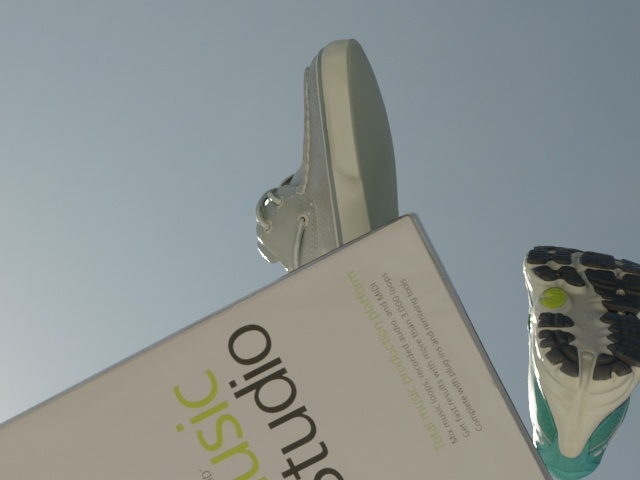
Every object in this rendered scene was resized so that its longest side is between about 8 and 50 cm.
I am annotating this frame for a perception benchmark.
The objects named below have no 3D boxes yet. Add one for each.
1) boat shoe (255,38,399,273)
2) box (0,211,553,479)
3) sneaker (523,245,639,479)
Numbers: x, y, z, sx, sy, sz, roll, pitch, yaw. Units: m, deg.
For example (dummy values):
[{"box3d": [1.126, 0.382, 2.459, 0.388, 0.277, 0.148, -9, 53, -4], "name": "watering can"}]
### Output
[{"box3d": [0.000, 0.000, 0.979, 0.081, 0.079, 0.227, -3, -81, 17], "name": "boat shoe"}, {"box3d": [-0.040, 0.159, 0.890, 0.322, 0.058, 0.232, -28, -92, 7], "name": "box"}, {"box3d": [0.193, 0.080, 1.284, 0.107, 0.275, 0.110, 12, -65, 9], "name": "sneaker"}]
